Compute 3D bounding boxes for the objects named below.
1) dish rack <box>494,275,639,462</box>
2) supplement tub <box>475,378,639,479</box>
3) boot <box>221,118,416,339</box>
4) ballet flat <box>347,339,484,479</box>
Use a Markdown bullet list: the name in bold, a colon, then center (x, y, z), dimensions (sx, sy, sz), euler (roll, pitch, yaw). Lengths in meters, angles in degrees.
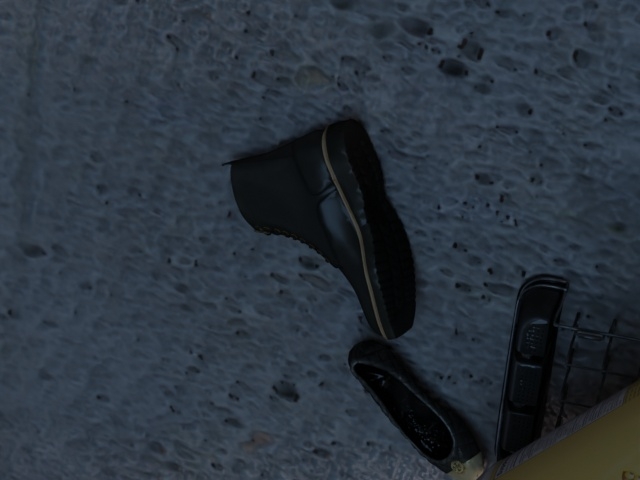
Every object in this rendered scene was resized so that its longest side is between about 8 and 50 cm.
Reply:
- **dish rack**: center (0.290, 0.159, 1.539), dimensions (0.271, 0.074, 0.208), euler (11, 117, 12)
- **supplement tub**: center (0.262, 0.248, 1.409), dimensions (0.331, 0.241, 0.241), euler (-36, 98, 27)
- **boot**: center (0.000, 0.000, 1.574), dimensions (0.137, 0.077, 0.198), euler (-13, 95, 28)
- **ballet flat**: center (0.085, 0.165, 1.621), dimensions (0.173, 0.049, 0.057), euler (46, 120, -4)
